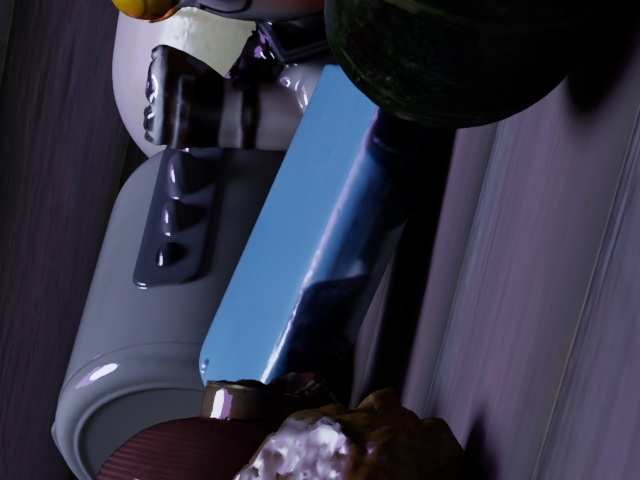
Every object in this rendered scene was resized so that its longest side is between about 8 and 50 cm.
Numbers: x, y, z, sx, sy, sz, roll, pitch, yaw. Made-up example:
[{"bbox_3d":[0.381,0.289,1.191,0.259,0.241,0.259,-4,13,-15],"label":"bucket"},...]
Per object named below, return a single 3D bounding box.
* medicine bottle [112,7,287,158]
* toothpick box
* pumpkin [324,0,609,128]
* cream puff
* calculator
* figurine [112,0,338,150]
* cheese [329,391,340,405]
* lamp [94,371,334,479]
[{"bbox_3d":[-0.079,-0.210,1.659,0.236,0.235,0.406,-120,42,-82],"label":"medicine bottle"},{"bbox_3d":[-0.088,0.045,1.363,0.229,0.229,0.316,106,173,-46],"label":"toothpick box"},{"bbox_3d":[0.057,-0.127,0.683,0.167,0.125,0.167,179,90,-68],"label":"pumpkin"},{"bbox_3d":[0.016,0.127,0.762,0.116,0.094,0.122,-23,53,31],"label":"cream puff"},{"bbox_3d":[0.000,0.000,1.063,0.293,0.051,0.173,-66,19,3],"label":"calculator"},{"bbox_3d":[-0.016,-0.232,1.282,0.320,0.196,0.323,-26,-54,-45],"label":"figurine"},{"bbox_3d":[-0.041,0.224,1.189,0.159,0.093,0.263,-79,3,-49],"label":"cheese"},{"bbox_3d":[-0.049,0.193,0.886,0.180,0.180,0.258,133,147,-80],"label":"lamp"}]
